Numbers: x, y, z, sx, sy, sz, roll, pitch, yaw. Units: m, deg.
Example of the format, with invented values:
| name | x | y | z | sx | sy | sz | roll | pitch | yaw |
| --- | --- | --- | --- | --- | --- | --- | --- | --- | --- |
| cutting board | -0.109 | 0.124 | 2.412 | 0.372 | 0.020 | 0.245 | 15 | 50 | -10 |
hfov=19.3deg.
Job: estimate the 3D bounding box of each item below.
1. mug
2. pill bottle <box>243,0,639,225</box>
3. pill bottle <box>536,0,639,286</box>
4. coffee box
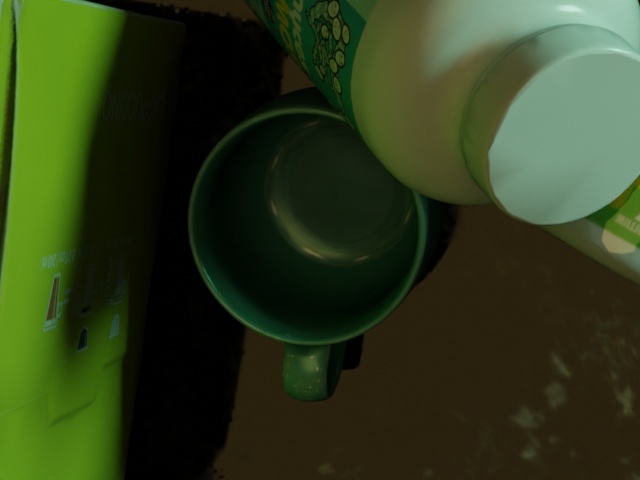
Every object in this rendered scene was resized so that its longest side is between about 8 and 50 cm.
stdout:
| name | x | y | z | sx | sy | sz | roll | pitch | yaw |
| --- | --- | --- | --- | --- | --- | --- | --- | --- | --- |
| mug | -0.005 | -0.008 | 1.028 | 0.129 | 0.097 | 0.157 | 37 | 111 | 1 |
| pill bottle | 0.060 | -0.114 | 0.922 | 0.146 | 0.264 | 0.146 | -15 | 128 | -20 |
| pill bottle | 0.207 | -0.098 | 0.970 | 0.136 | 0.136 | 0.245 | 29 | 98 | 6 |
| coffee box | -0.279 | 0.019 | 0.954 | 0.334 | 0.337 | 0.338 | 9 | 95 | 8 |
